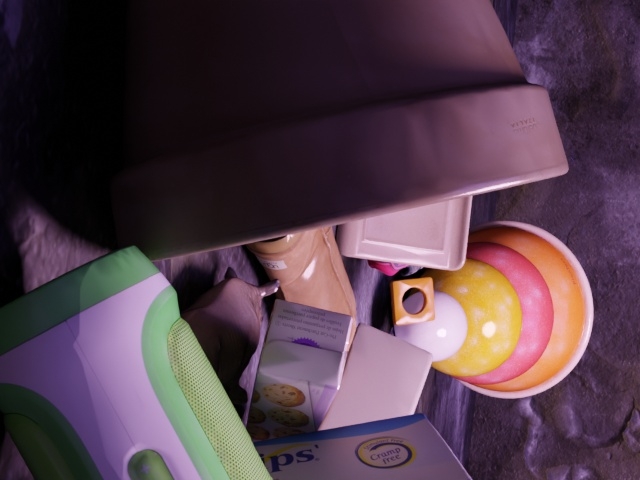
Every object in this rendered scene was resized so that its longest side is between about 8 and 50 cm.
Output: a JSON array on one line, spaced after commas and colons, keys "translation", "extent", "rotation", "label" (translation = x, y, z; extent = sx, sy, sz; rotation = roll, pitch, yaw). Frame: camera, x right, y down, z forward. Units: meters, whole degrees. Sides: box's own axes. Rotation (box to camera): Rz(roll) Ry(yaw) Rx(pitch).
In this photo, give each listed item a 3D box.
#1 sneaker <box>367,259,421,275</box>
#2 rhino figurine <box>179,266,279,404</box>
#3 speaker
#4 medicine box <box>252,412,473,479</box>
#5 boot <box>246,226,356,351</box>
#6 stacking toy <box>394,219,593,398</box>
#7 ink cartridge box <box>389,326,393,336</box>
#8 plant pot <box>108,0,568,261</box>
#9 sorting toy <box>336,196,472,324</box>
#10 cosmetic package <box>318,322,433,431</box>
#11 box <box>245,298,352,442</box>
[{"translation": [0.142, 0.004, 1.445], "extent": [0.299, 0.121, 0.112], "rotation": [17, 94, -65], "label": "sneaker"}, {"translation": [-0.090, 0.089, 0.786], "extent": [0.243, 0.073, 0.106], "rotation": [-46, 143, -66], "label": "rhino figurine"}, {"translation": [-0.087, 0.157, 0.528], "extent": [0.296, 0.131, 0.131], "rotation": [62, 22, -2], "label": "speaker"}, {"translation": [-0.014, 0.314, 0.726], "extent": [0.149, 0.264, 0.289], "rotation": [-131, -143, -64], "label": "medicine box"}, {"translation": [0.000, 0.000, 1.030], "extent": [0.236, 0.089, 0.269], "rotation": [-59, 151, -28], "label": "boot"}, {"translation": [0.260, 0.128, 1.598], "extent": [0.480, 0.351, 0.350], "rotation": [4, 92, -59], "label": "stacking toy"}, {"translation": [0.089, 0.281, 1.450], "extent": [0.206, 0.045, 0.208], "rotation": [-66, 153, -47], "label": "ink cartridge box"}, {"translation": [-0.012, -0.148, 0.642], "extent": [0.323, 0.323, 0.280], "rotation": [-19, 98, -71], "label": "plant pot"}, {"translation": [0.117, -0.055, 1.265], "extent": [0.047, 0.196, 0.347], "rotation": [178, -81, -69], "label": "sorting toy"}, {"translation": [0.031, 0.259, 1.084], "extent": [0.309, 0.113, 0.160], "rotation": [-58, 170, -57], "label": "cosmetic package"}, {"translation": [-0.030, 0.144, 0.803], "extent": [0.324, 0.067, 0.063], "rotation": [108, -4, -63], "label": "box"}]
